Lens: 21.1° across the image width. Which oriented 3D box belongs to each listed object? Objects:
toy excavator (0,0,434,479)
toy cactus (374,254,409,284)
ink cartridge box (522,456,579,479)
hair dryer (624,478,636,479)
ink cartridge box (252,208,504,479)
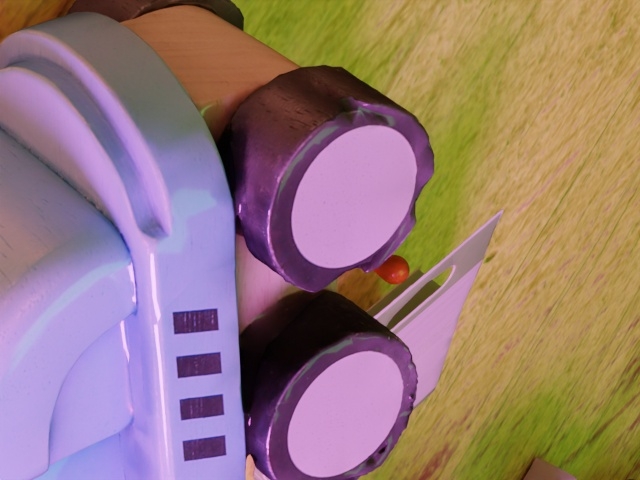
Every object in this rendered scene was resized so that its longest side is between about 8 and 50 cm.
[{"bbox_3d":[-0.186,0.108,0.924,0.445,0.222,0.432,-21,129,-29],"label":"toy excavator"},{"bbox_3d":[0.000,0.000,1.125,0.219,0.112,0.180,-51,173,-28],"label":"toy cactus"},{"bbox_3d":[0.231,0.279,1.706,0.088,0.052,0.122,-58,145,-8],"label":"ink cartridge box"},{"bbox_3d":[0.239,0.367,1.616,0.223,0.080,0.293,-64,-175,-33],"label":"hair dryer"},{"bbox_3d":[0.038,0.078,1.247,0.171,0.056,0.235,-38,155,-33],"label":"ink cartridge box"}]
